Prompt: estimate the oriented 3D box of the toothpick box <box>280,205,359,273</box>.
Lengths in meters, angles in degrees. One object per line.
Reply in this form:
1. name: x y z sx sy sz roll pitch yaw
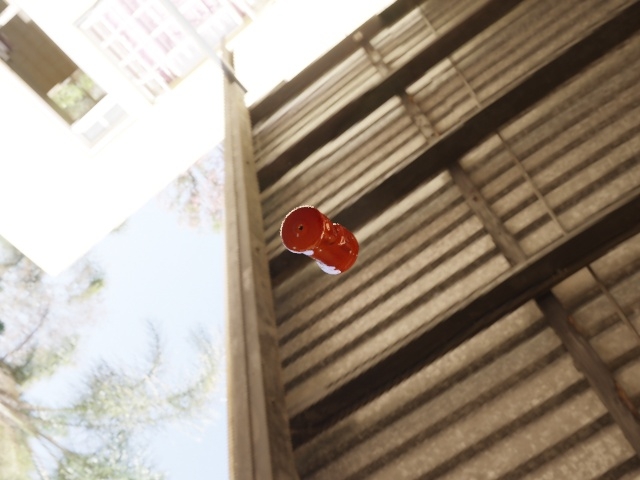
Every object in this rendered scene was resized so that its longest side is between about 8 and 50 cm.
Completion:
1. toothpick box: 0.000 0.000 0.717 0.047 0.083 0.047 -8 -109 24
